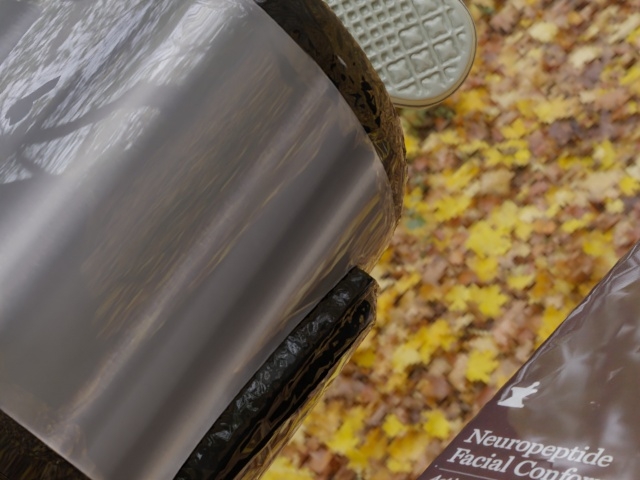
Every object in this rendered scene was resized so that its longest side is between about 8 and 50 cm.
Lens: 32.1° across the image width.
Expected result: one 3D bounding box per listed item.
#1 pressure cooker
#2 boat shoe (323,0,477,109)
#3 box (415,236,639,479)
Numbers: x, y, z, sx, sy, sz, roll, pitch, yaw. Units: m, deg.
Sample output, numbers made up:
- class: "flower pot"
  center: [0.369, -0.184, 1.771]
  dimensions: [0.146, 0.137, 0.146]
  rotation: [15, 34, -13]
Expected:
- class: "pressure cooker"
  center: [-0.194, 0.031, 0.665]
  dimensions: [0.375, 0.370, 0.420]
  rotation: [15, 61, 42]
- class: "boat shoe"
  center: [-0.074, -0.274, 1.199]
  dimensions: [0.156, 0.500, 0.187]
  rotation: [-74, 5, -83]
- class: "box"
  center: [0.197, 0.123, 0.570]
  dimensions: [0.191, 0.143, 0.381]
  rotation: [0, 30, 46]
